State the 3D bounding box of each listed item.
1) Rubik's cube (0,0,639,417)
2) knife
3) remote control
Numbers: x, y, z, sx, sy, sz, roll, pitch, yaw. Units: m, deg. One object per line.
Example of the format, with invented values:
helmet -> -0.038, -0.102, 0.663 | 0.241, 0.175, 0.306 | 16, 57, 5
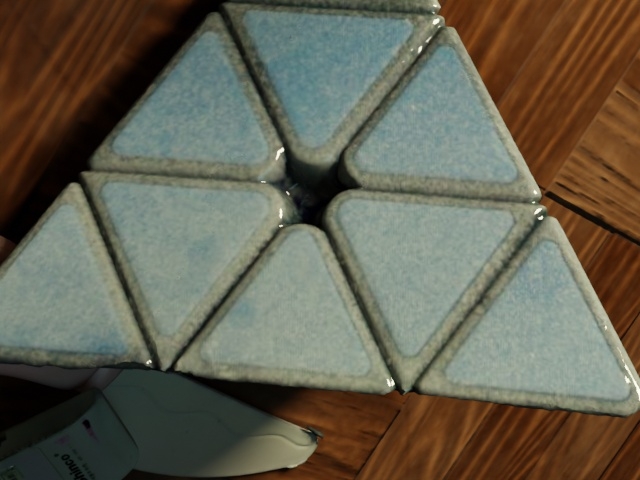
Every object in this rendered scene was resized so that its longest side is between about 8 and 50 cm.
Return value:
Rubik's cube -> -0.002, 0.000, 0.737 | 0.228, 0.229, 0.233 | 41, 122, -18
knife -> -0.105, 0.087, 0.815 | 0.081, 0.043, 0.336 | -46, 138, 5
remote control -> -0.178, 0.132, 0.776 | 0.166, 0.029, 0.065 | -26, 139, -2
